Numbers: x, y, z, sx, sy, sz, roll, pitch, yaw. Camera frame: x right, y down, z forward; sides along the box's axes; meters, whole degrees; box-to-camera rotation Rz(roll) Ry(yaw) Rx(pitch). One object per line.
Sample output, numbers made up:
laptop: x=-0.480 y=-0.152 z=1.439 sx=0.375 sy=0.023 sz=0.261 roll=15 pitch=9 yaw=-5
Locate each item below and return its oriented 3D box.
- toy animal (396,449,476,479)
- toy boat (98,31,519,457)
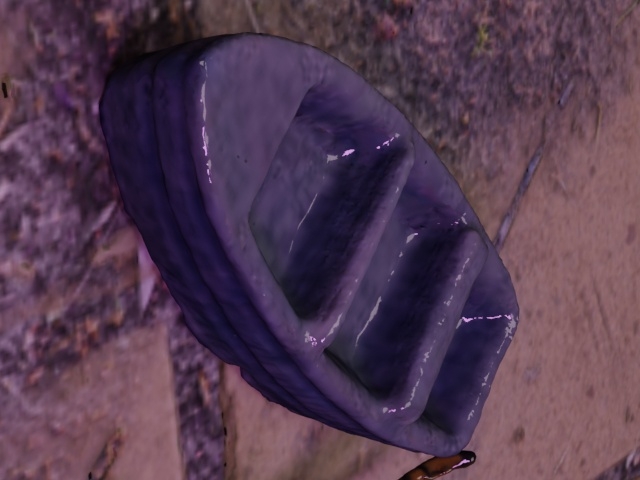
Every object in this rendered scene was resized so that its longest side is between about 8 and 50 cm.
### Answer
toy animal: x=-0.008 y=0.161 z=0.832 sx=0.255 sy=0.116 sz=0.114 roll=-27 pitch=143 yaw=-51
toy boat: x=0.000 y=0.000 z=0.798 sx=0.283 sy=0.078 sz=0.127 roll=47 pitch=63 yaw=-46
